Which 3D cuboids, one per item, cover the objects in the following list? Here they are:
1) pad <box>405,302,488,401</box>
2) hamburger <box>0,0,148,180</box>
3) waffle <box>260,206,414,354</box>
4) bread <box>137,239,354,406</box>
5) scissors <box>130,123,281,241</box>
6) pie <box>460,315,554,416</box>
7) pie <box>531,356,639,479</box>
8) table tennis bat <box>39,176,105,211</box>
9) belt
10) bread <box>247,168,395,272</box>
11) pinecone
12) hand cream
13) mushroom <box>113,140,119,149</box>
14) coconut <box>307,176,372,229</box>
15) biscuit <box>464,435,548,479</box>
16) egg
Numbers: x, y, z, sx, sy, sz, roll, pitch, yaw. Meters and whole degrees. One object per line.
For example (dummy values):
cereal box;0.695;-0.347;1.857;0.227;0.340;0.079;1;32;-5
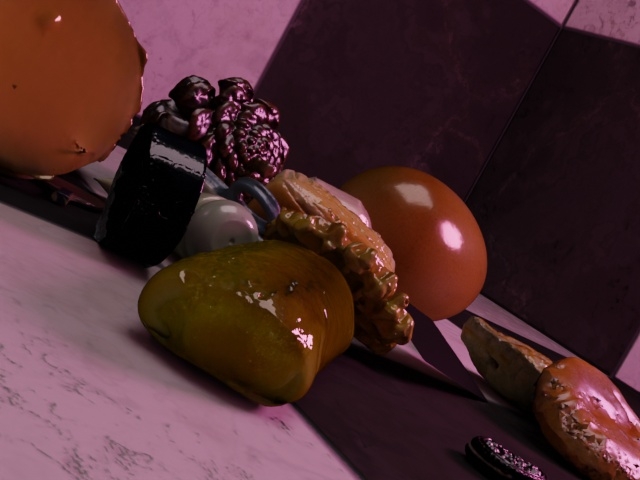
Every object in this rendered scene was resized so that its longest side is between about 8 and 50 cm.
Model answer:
pad;0.146;0.136;1.435;0.159;0.009;0.265;57;11;32
hamburger;-0.374;-0.213;1.257;0.236;0.276;0.276;19;-3;45
waffle;0.007;0.043;1.269;0.249;0.056;0.253;27;-23;33
bread;-0.050;0.060;1.011;0.166;0.112;0.383;30;5;7
scissors;-0.161;-0.076;1.433;0.289;0.138;0.041;39;48;23
pie;0.320;0.216;1.621;0.201;0.090;0.248;38;-2;-40
pie;0.396;0.264;1.429;0.273;0.069;0.273;32;26;-18
table tennis bat;-0.316;-0.059;1.314;0.095;0.014;0.158;29;3;-9
belt;-0.188;-0.048;1.156;0.078;0.151;0.198;22;-2;-20
bread;-0.002;0.014;1.466;0.236;0.140;0.106;39;22;-8
pinecone;-0.180;-0.137;1.624;0.244;0.244;0.309;25;-13;-36
hand cream;-0.186;-0.026;1.369;0.147;0.093;0.306;29;-6;-34
mushroom;-0.416;-0.212;1.502;0.297;0.163;0.278;30;-4;23
coconut;0.000;0.000;1.606;0.183;0.171;0.171;33;4;-9
biscuit;0.193;0.233;1.081;0.089;0.027;0.087;24;8;-40
egg;0.148;0.012;1.789;0.322;0.250;0.250;34;2;-28
